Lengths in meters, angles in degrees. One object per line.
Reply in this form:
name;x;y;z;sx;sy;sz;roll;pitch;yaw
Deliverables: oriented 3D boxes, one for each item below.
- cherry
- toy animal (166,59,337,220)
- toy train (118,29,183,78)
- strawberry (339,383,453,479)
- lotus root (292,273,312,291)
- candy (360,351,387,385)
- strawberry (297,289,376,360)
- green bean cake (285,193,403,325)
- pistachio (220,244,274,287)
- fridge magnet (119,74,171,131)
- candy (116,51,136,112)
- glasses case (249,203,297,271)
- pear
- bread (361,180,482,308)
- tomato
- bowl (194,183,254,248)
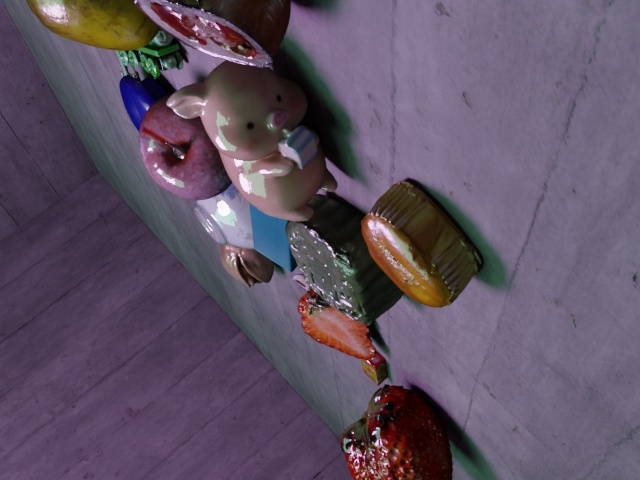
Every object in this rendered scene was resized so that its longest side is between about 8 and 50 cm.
cherry;-0.279;-0.203;1.729;0.285;0.213;0.236;-11;-92;-83
toy animal;-0.098;-0.175;1.325;0.213;0.195;0.256;32;154;30
toy train;-0.385;-0.435;1.752;0.251;0.085;0.119;26;136;49
strawberry;0.205;0.510;1.926;0.288;0.238;0.250;41;144;-1
lotus root;-0.036;0.110;2.080;0.037;0.030;0.083;24;-172;-39
candy;0.137;0.323;2.057;0.062;0.038;0.122;42;162;29
strawberry;0.045;0.182;1.908;0.175;0.107;0.236;1;141;21
green bean cake;0.041;0.031;1.533;0.222;0.125;0.227;36;154;41
pistachio;-0.203;0.048;2.228;0.144;0.144;0.215;40;166;35
fridge magnet;-0.420;-0.313;2.047;0.265;0.112;0.265;47;163;19
candy;-0.517;-0.443;2.146;0.077;0.073;0.262;21;144;26
glasses case;-0.094;-0.052;1.764;0.117;0.070;0.301;33;151;18
pear;-0.403;-0.470;1.421;0.269;0.269;0.321;47;177;15
bread;0.147;0.011;1.213;0.190;0.114;0.132;44;161;5
tomato;-0.133;-0.346;1.090;0.214;0.155;0.181;22;169;23
bowl;-0.224;-0.077;1.975;0.313;0.146;0.313;47;163;19
